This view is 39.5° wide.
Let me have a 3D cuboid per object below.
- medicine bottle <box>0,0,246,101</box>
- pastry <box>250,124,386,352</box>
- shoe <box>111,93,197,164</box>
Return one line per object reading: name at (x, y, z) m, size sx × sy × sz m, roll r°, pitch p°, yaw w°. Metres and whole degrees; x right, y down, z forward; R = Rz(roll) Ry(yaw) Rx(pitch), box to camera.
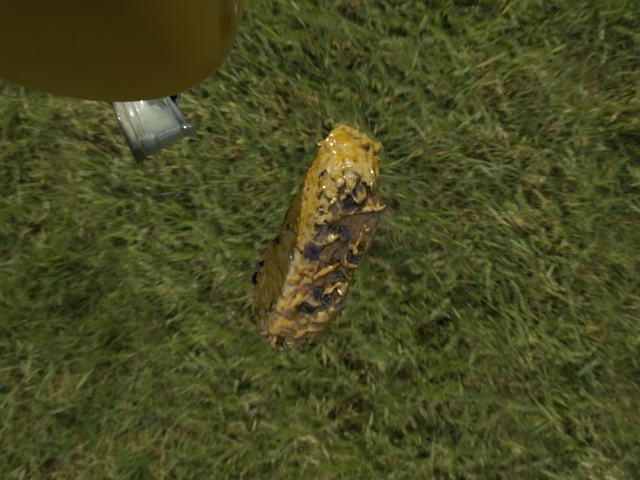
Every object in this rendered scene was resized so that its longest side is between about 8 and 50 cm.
medicine bottle at (-0.143, -0.238, 0.525) m, size 0.238 × 0.238 × 0.231 m, roll 10°, pitch 69°, yaw 2°
pastry at (0.000, 0.000, 0.569) m, size 0.056 × 0.080 × 0.140 m, roll 17°, pitch 123°, yaw -21°
shoe at (-0.248, -0.229, 1.257) m, size 0.098 × 0.103 × 0.274 m, roll -16°, pitch 59°, yaw -7°
